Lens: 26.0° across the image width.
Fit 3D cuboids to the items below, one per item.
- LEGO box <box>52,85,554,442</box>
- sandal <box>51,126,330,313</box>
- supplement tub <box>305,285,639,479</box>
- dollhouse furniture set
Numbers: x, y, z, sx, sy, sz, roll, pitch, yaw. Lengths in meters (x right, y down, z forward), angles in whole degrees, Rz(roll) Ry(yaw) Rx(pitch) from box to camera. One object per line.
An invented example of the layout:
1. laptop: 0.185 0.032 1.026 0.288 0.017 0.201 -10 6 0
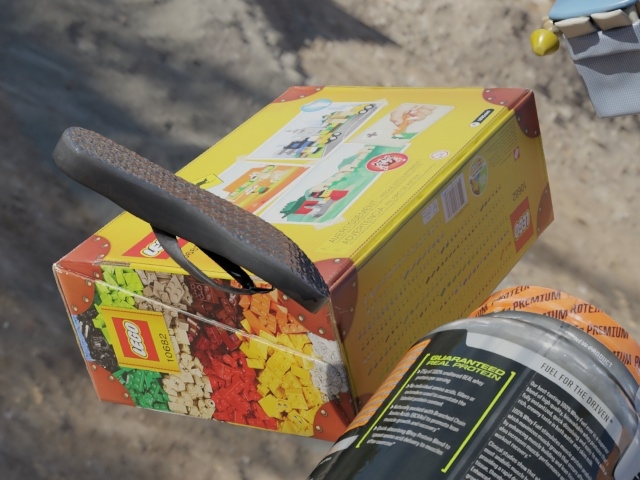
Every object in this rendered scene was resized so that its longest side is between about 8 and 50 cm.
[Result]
1. LEGO box: 0.000 0.000 1.642 0.372 0.193 0.500 5 31 34
2. sandal: -0.107 -0.009 1.142 0.254 0.054 0.097 30 14 -5
3. supplement tub: 0.091 0.184 0.912 0.193 0.193 0.316 35 54 11
4. dollhouse furniture set: 0.462 -0.192 1.957 0.198 0.303 0.286 -56 130 -40
